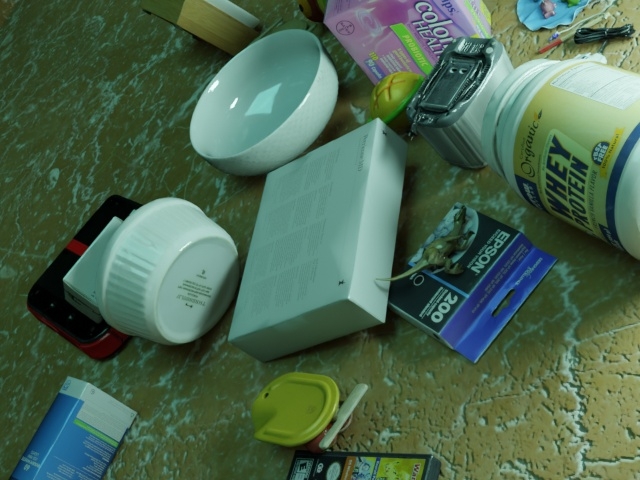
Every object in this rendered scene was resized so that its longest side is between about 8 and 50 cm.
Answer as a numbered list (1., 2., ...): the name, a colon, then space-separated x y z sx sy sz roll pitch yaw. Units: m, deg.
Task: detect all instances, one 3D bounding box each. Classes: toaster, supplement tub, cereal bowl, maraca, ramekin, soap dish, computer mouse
1. toaster: 0.249 -0.223 1.587 0.129 0.146 0.227 16 68 48
2. supplement tub: 0.397 -0.124 1.304 0.228 0.228 0.316 -49 39 -4
3. cereal bowl: -0.098 -0.265 1.935 0.339 0.141 0.338 -24 44 26
4. maraca: 0.140 -0.260 1.761 0.127 0.099 0.186 -48 13 -6
5. ramekin: -0.265 0.066 1.712 0.127 0.273 0.272 24 74 33
6. soap dish: -0.304 -0.563 2.324 0.291 0.229 0.118 36 100 51
7. computer mouse: 0.436 -0.287 1.557 0.106 0.042 0.193 15 68 46

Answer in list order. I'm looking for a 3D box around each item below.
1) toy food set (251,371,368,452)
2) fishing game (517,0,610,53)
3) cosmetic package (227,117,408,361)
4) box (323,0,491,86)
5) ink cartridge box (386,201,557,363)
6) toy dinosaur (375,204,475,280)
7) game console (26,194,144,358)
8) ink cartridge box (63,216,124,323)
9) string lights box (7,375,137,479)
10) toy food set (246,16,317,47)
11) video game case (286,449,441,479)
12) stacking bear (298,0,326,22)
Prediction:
1. toy food set: -0.014 0.278 1.447 0.218 0.071 0.128 0 49 47
2. fishing game: 0.440 -0.462 1.709 0.189 0.041 0.264 -25 43 27
3. cosmetic package: 0.000 0.000 1.627 0.284 0.097 0.377 -24 42 41
4. box: 0.167 -0.422 1.777 0.243 0.213 0.117 -18 46 29
5. ink cartridge box: 0.224 0.059 1.448 0.206 0.045 0.208 -51 40 -7
6. toy dinosaur: 0.180 0.025 1.453 0.183 0.053 0.093 -42 22 -8
7. game console: -0.462 0.069 2.050 0.387 0.060 0.342 20 66 48
8. ink cartridge box: -0.412 0.060 1.808 0.160 0.093 0.219 -54 3 -19
9. string lights box: -0.456 0.394 1.692 0.077 0.133 0.259 6 61 44
10. toy food set: -0.082 -0.463 2.182 0.132 0.038 0.192 -44 33 -9
11. video game case: 0.030 0.429 1.309 0.248 0.035 0.274 -8 51 37
12. stacking bear: 0.053 -0.536 2.031 0.164 0.175 0.289 -39 25 -23
